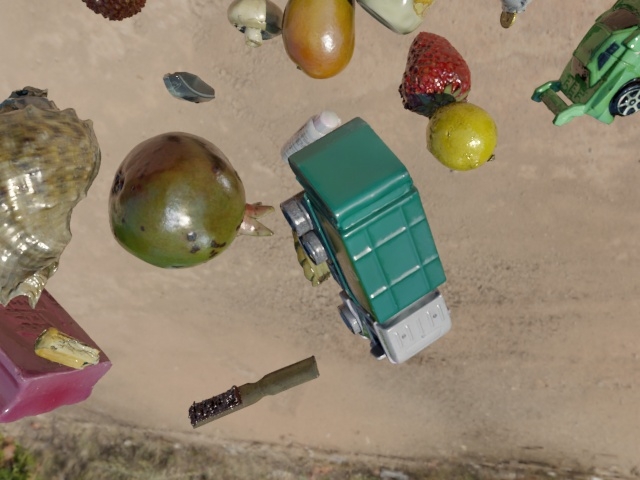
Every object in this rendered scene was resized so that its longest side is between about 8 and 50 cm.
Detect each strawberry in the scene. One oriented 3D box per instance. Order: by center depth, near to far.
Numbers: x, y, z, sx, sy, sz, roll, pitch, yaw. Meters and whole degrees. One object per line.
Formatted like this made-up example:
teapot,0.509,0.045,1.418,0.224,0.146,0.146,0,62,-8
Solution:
strawberry,0.318,-0.478,1.738,0.205,0.244,0.205,-8,158,-3

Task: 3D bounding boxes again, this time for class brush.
brush,-0.118,0.255,1.037,0.248,0.043,0.036,-24,158,12

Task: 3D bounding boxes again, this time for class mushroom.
mushroom,-0.170,-0.568,1.605,0.154,0.122,0.154,11,-177,-1

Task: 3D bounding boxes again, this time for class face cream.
face cream,-0.031,-0.296,1.767,0.082,0.082,0.269,29,155,-17

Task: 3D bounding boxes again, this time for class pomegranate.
pomegranate,-0.268,-0.055,1.232,0.291,0.290,0.323,-7,147,29

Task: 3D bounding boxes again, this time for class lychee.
lychee,-0.307,-0.388,0.905,0.123,0.123,0.129,-5,142,27

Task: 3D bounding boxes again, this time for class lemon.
lemon,0.360,-0.271,1.591,0.206,0.173,0.173,46,151,22

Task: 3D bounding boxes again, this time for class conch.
conch,-0.382,-0.072,0.747,0.210,0.291,0.159,-5,149,0

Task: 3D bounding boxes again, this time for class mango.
mango,-0.005,-0.515,1.470,0.176,0.139,0.254,-6,110,-11

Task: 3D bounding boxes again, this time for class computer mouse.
computer mouse,-0.462,-0.520,2.158,0.126,0.071,0.231,-1,169,22

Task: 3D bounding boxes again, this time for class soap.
soap,-0.629,0.183,1.235,0.359,0.128,0.233,40,-168,18

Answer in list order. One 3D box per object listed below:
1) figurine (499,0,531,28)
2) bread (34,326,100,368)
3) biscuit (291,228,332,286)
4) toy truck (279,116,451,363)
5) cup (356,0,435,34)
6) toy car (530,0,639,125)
figurine,0.501,-0.683,1.563,0.143,0.143,0.271,20,112,-5
bread,-0.459,0.196,1.114,0.072,0.053,0.106,-22,137,35
biscuit,0.000,0.000,1.384,0.036,0.273,0.187,-25,85,23
toy truck,0.051,0.008,0.607,0.114,0.124,0.253,-31,122,-9
cup,0.191,-0.593,1.413,0.173,0.255,0.202,35,104,-8
toy car,0.694,-0.435,1.466,0.177,0.213,0.358,13,128,-21
